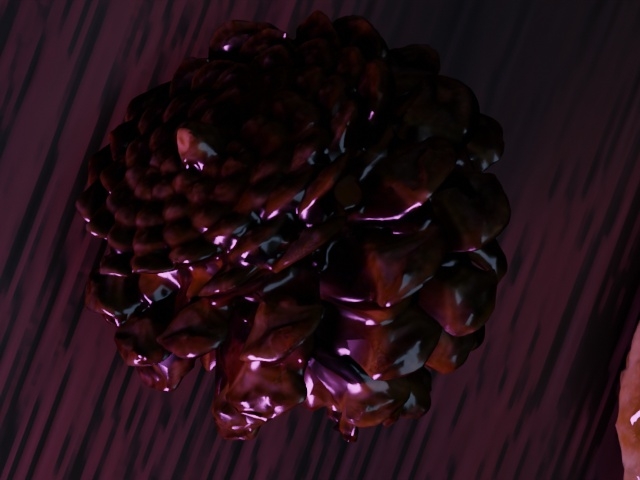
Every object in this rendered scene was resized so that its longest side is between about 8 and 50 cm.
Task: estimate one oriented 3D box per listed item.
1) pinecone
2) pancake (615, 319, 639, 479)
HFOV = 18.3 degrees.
[{"bbox_3d":[-0.002,0.000,0.615,0.140,0.140,0.121,-41,131,-8],"label":"pinecone"},{"bbox_3d":[0.245,0.088,0.720,0.305,0.067,0.427,17,88,-17],"label":"pancake"}]
